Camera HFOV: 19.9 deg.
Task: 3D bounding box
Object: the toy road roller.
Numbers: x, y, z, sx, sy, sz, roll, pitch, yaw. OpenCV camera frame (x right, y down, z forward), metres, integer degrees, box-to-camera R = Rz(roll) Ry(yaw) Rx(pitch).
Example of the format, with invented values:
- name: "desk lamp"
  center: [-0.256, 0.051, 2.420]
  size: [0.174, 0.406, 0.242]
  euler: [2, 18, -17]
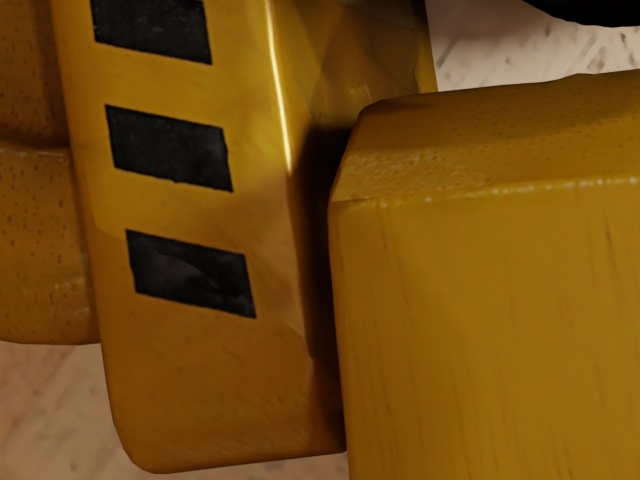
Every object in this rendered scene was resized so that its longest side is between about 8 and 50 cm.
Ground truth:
- name: "toy road roller"
  center: [0.000, 0.000, 0.426]
  size: [0.240, 0.202, 0.330]
  euler: [-8, 90, 16]
